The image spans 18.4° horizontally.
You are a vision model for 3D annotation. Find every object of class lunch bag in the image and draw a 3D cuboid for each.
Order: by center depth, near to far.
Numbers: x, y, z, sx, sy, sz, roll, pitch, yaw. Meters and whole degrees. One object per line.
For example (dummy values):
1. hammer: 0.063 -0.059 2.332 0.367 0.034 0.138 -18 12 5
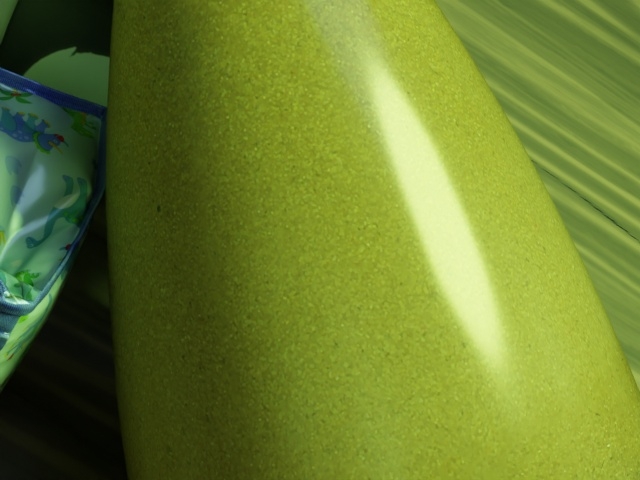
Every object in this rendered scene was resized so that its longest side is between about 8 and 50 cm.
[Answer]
1. lunch bag: -0.157 0.015 0.872 0.096 0.129 0.151 19 39 -22

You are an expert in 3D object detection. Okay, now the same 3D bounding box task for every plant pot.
1. plant pot: 0.000 0.000 0.858 0.237 0.237 0.254 -35 111 -57

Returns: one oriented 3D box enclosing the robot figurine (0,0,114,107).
1. robot figurine: -0.080 -0.105 1.022 0.278 0.209 0.173 29 34 3
